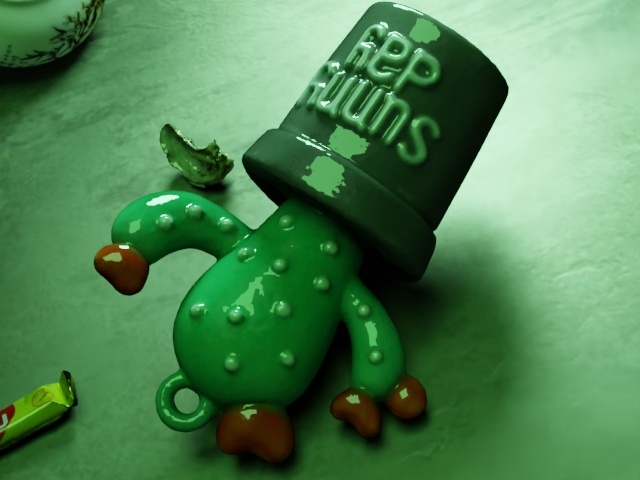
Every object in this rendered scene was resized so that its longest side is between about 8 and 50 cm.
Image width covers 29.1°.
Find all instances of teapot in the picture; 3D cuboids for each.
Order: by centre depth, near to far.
[{"bbox_3d":[-0.363,-0.277,1.395,0.208,0.166,0.300,40,72,-8],"label":"teapot"}]

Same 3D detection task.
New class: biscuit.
[{"bbox_3d":[-0.343,0.202,1.080,0.292,0.026,0.048,-29,31,-8],"label":"biscuit"}]

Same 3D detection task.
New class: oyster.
[{"bbox_3d":[-0.118,-0.093,1.228,0.038,0.080,0.083,-29,82,-37],"label":"oyster"}]

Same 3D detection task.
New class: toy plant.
[{"bbox_3d":[-0.011,-0.007,1.050,0.400,0.279,0.185,-57,20,-6],"label":"toy plant"}]
